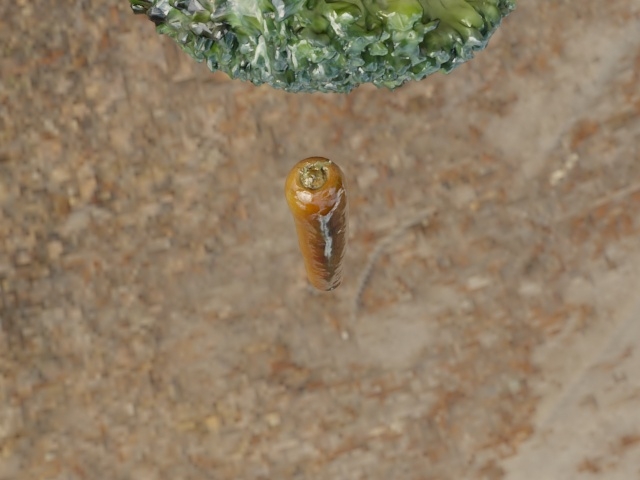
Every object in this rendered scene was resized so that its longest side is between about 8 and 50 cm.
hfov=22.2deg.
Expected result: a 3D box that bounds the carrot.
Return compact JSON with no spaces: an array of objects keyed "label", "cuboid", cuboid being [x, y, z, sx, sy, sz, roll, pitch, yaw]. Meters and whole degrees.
[{"label":"carrot","cuboid":[0.000,0.000,1.007,0.037,0.037,0.190,-13,157,-4]}]

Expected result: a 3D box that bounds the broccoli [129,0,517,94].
[{"label":"broccoli","cuboid":[0.004,-0.266,1.397,0.348,0.280,0.293,2,-178,1]}]
